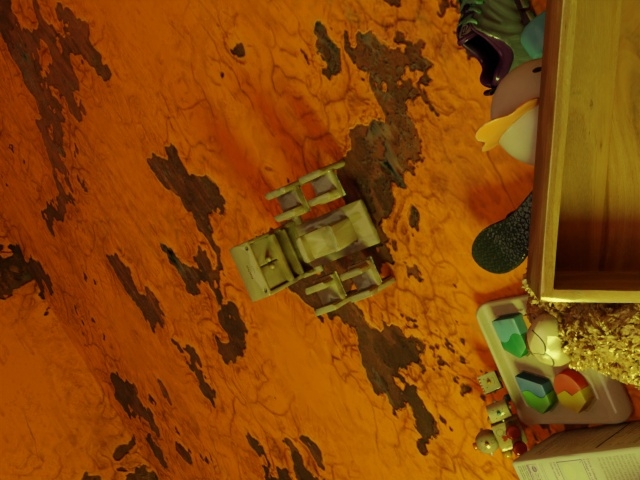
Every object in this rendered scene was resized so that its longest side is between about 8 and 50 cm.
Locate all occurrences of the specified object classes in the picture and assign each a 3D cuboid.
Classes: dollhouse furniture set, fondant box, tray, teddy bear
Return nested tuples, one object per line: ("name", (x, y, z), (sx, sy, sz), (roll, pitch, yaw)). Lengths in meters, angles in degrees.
("dollhouse furniture set", (0.000, 0.000, 1.780), (0.242, 0.161, 0.212), (-22, 93, 37))
("fondant box", (0.422, 0.357, 1.386), (0.330, 0.096, 0.238), (-28, 87, 60))
("tray", (0.313, -0.146, 1.020), (0.076, 0.203, 0.410), (-97, 8, -72))
("teddy bear", (0.333, 0.111, 1.225), (0.245, 0.113, 0.338), (35, 173, -37))

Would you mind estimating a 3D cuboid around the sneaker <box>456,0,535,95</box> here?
("sneaker", (0.191, -0.284, 1.283), (0.083, 0.098, 0.223), (-26, 89, 59))

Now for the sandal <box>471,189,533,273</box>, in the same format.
("sandal", (0.267, -0.015, 1.424), (0.067, 0.040, 0.179), (53, 133, 10))

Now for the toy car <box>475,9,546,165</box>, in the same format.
("toy car", (0.265, -0.154, 1.126), (0.219, 0.238, 0.210), (58, 148, 11))

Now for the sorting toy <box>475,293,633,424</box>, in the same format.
("sorting toy", (0.308, 0.165, 1.478), (0.208, 0.038, 0.193), (-21, 93, 59))

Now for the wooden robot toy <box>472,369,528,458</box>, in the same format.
("wooden robot toy", (0.254, 0.281, 1.576), (0.173, 0.079, 0.076), (66, -168, -2))
